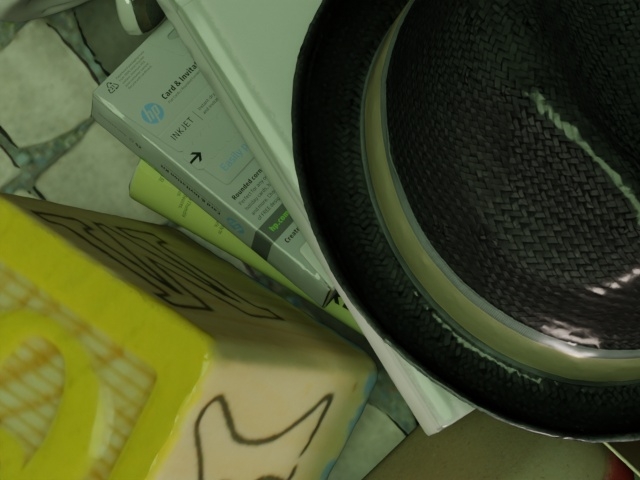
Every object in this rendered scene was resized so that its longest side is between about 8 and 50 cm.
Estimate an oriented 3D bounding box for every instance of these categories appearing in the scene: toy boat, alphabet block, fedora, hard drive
[{"bbox_3d":[0.096,0.201,1.110,0.231,0.151,0.151,-44,116,9],"label":"toy boat"},{"bbox_3d":[-0.117,0.101,1.080,0.193,0.197,0.192,30,97,28],"label":"alphabet block"},{"bbox_3d":[0.142,-0.070,0.980,0.334,0.152,0.334,3,65,-7],"label":"fedora"},{"bbox_3d":[0.064,-0.069,1.091,0.203,0.040,0.307,-30,85,-22],"label":"hard drive"}]

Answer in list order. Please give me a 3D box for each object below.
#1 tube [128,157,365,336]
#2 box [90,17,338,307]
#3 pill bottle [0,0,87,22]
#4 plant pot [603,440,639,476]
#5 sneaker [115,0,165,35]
[{"bbox_3d":[0.000,0.000,1.148,0.240,0.062,0.070,28,133,4],"label":"tube"},{"bbox_3d":[-0.022,-0.072,1.123,0.186,0.038,0.145,39,68,6],"label":"box"},{"bbox_3d":[-0.186,-0.236,1.148,0.108,0.108,0.180,-24,88,12],"label":"pill bottle"},{"bbox_3d":[0.218,0.087,1.084,0.109,0.096,0.109,43,98,7],"label":"plant pot"},{"bbox_3d":[-0.070,-0.187,1.118,0.065,0.061,0.158,16,64,20],"label":"sneaker"}]
